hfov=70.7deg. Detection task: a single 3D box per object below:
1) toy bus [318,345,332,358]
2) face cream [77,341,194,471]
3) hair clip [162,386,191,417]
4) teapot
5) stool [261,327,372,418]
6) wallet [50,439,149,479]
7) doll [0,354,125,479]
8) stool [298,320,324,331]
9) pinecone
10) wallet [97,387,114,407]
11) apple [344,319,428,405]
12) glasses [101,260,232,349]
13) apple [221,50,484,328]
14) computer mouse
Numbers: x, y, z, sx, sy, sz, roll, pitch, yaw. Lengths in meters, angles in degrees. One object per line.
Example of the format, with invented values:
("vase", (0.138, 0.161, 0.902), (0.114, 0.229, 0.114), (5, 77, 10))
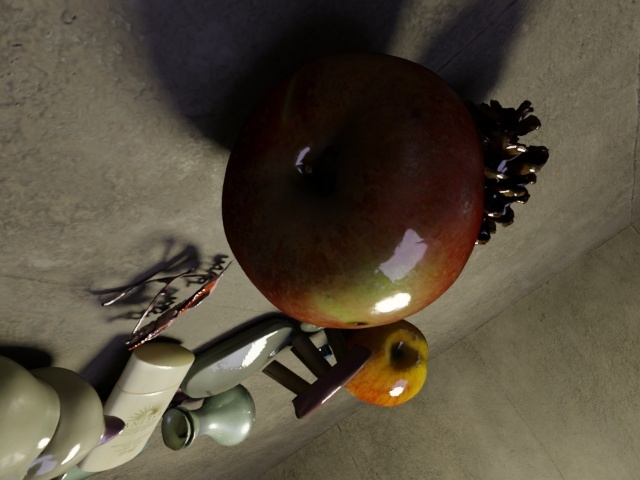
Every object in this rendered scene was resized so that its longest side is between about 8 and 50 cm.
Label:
("toy bus", (-0.001, 0.400, 1.552), (0.083, 0.038, 0.046), (-43, 151, 22))
("face cream", (-0.411, 0.369, 1.022), (0.173, 0.081, 0.348), (3, 124, -57))
("hair clip", (-0.419, 0.436, 1.230), (0.146, 0.056, 0.187), (-32, 160, 0))
("teapot", (-0.311, 0.498, 1.266), (0.183, 0.183, 0.251), (-43, 153, 21))
("stool", (-0.008, 0.347, 1.268), (0.272, 0.178, 0.272), (-40, 168, -10))
("wallet", (-0.642, 0.596, 1.167), (0.252, 0.083, 0.360), (-25, 163, 5))
("doll", (-0.519, 0.296, 0.724), (0.226, 0.215, 0.370), (-61, 157, -23))
("stool", (-0.019, 0.159, 1.089), (0.096, 0.110, 0.096), (-21, 150, -13))
("pinecone", (0.252, -0.124, 0.783), (0.243, 0.243, 0.257), (-20, 145, -17))
("wallet", (-0.587, 0.432, 1.037), (0.335, 0.068, 0.275), (-4, 143, -44))
("apple", (0.210, 0.380, 1.475), (0.302, 0.301, 0.301), (-22, 150, -14))
("glasses", (-0.281, 0.106, 0.829), (0.255, 0.095, 0.162), (-34, 178, 4))
("apple", (0.041, -0.056, 0.589), (0.348, 0.348, 0.277), (-41, 154, 18))
("computer mouse", (-0.210, 0.319, 1.189), (0.331, 0.095, 0.197), (-30, 155, -1))
